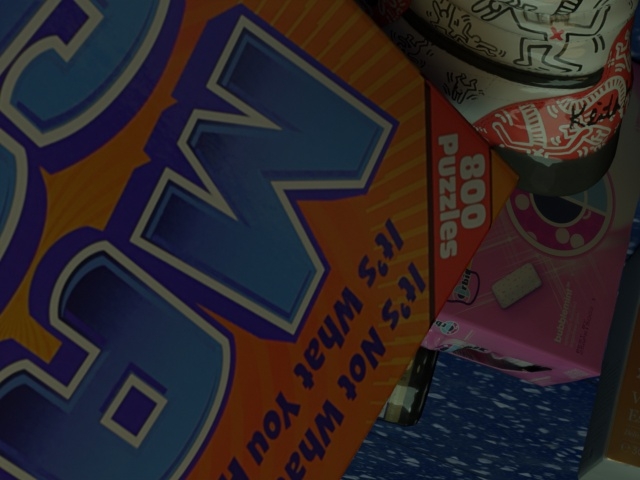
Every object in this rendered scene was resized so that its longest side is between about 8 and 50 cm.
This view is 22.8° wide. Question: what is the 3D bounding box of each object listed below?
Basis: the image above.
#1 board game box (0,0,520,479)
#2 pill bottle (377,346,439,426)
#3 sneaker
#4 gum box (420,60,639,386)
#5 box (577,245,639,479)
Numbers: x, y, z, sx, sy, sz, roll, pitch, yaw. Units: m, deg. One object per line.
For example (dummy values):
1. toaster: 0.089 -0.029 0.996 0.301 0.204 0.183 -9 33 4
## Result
1. board game box: -0.212 -0.008 0.694 0.356 0.356 0.356 14 158 51
2. pill bottle: -0.009 0.073 1.329 0.219 0.123 0.123 15 162 3
3. sneaker: 0.030 -0.134 0.772 0.270 0.090 0.145 26 142 21
4. gum box: 0.109 -0.018 0.859 0.107 0.188 0.062 21 162 -18
5. box: 0.264 0.095 1.095 0.130 0.171 0.091 15 163 2
